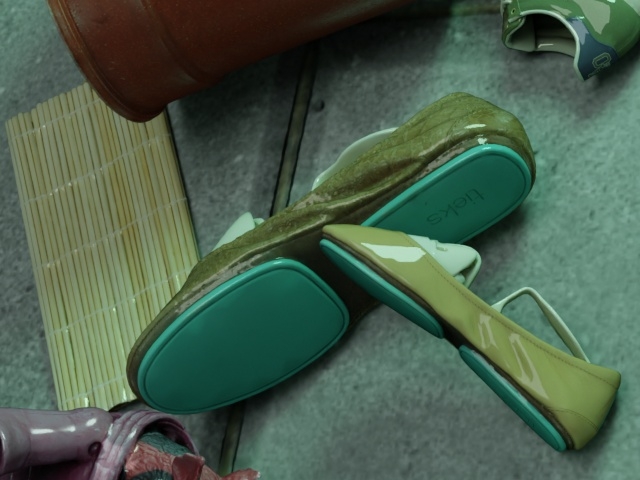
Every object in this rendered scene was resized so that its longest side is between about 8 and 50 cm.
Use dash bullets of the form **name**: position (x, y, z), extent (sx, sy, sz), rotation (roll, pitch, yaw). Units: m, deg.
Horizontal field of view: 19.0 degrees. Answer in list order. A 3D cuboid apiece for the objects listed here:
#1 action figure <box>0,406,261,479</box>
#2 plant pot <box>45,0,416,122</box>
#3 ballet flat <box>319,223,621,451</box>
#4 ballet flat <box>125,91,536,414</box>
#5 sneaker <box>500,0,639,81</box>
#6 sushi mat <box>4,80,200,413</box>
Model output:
- **action figure**: position (-0.179, 0.198, 1.370), extent (0.370, 0.248, 0.275), rotation (-20, 27, 32)
- **plant pot**: position (-0.052, -0.253, 1.471), extent (0.265, 0.272, 0.272), rotation (-14, 62, 16)
- **ballet flat**: position (0.105, 0.049, 1.309), extent (0.232, 0.080, 0.073), rotation (40, 81, 9)
- **ballet flat**: position (0.000, 0.000, 1.411), extent (0.342, 0.116, 0.124), rotation (-36, 34, 12)
- **sneaker**: position (0.155, -0.184, 1.417), extent (0.192, 0.064, 0.086), rotation (37, 85, 34)
- **sushi mat**: position (-0.174, -0.006, 1.564), extent (0.151, 0.019, 0.316), rotation (-28, 57, 19)
